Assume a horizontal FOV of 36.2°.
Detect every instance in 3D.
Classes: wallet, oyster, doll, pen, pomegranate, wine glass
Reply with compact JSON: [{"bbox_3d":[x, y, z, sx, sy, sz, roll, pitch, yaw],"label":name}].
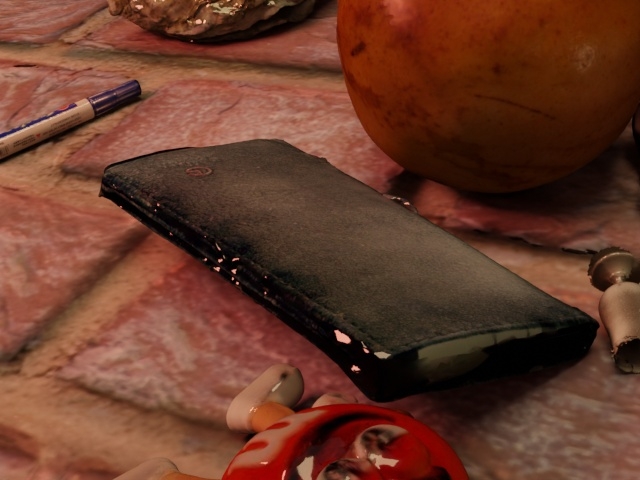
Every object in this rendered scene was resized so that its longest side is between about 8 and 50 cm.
[{"bbox_3d":[0.000,0.000,0.698,0.190,0.046,0.379,-9,27,-35],"label":"wallet"},{"bbox_3d":[-0.113,-0.319,1.192,0.267,0.112,0.198,-29,37,-21],"label":"oyster"},{"bbox_3d":[-0.010,0.134,0.512,0.183,0.085,0.217,-31,30,-31],"label":"doll"},{"bbox_3d":[-0.277,-0.123,1.020,0.204,0.025,0.025,-30,38,-27],"label":"pen"},{"bbox_3d":[0.140,-0.161,0.775,0.264,0.264,0.264,-7,33,5],"label":"pomegranate"},{"bbox_3d":[0.194,0.044,0.625,0.038,0.042,0.083,-8,36,14],"label":"wine glass"}]

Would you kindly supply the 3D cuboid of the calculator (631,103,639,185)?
[{"bbox_3d":[0.358,-0.081,0.767,0.220,0.048,0.330,3,38,18],"label":"calculator"}]
